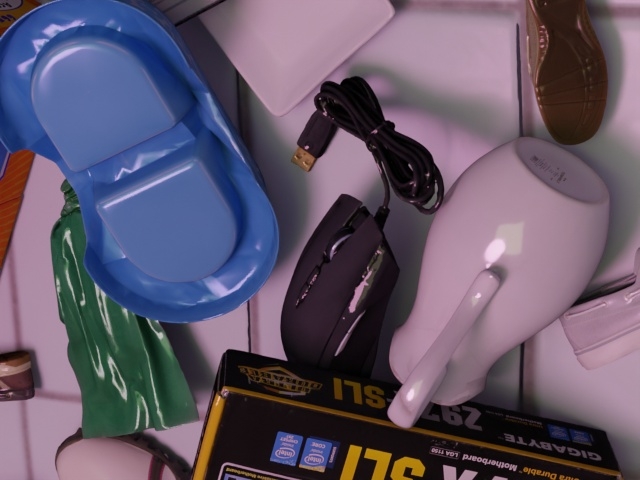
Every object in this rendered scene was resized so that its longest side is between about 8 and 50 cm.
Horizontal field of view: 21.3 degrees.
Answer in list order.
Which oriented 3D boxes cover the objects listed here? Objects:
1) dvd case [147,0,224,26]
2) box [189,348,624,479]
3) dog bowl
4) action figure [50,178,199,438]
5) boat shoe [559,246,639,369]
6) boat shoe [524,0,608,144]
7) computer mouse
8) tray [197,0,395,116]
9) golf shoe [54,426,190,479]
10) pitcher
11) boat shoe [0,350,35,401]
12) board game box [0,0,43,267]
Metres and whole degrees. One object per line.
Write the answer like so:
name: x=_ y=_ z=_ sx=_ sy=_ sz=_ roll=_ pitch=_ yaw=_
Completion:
dvd case: x=-0.130 y=-0.297 z=1.350 sx=0.179 sy=0.029 sz=0.239 roll=-23 pitch=94 yaw=30
box: x=0.047 y=0.242 z=1.349 sx=0.322 sy=0.079 sz=0.257 roll=13 pitch=111 yaw=-7
dog bowl: x=-0.145 y=-0.073 z=1.379 sx=0.166 sy=0.074 sz=0.297 roll=-24 pitch=113 yaw=15
action figure: x=-0.183 y=0.053 z=1.493 sx=0.137 sy=0.063 sz=0.232 roll=-13 pitch=96 yaw=31
boat shoe: x=0.256 y=0.031 z=1.272 sx=0.184 sy=0.066 sz=0.063 roll=-34 pitch=89 yaw=40
boat shoe: x=0.178 y=-0.148 z=1.269 sx=0.056 sy=0.048 sz=0.153 roll=-14 pitch=105 yaw=5
computer mouse: x=0.000 y=0.000 z=1.352 sx=0.184 sy=0.060 sz=0.262 roll=58 pitch=139 yaw=42
tray: x=-0.064 y=-0.245 z=1.366 sx=0.145 sy=0.030 sz=0.270 roll=-40 pitch=85 yaw=29
golf shoe: x=-0.147 y=0.278 z=1.510 sx=0.273 sy=0.120 sz=0.105 roll=44 pitch=121 yaw=11
pitcher: x=0.122 y=0.037 z=1.269 sx=0.125 sy=0.178 sz=0.207 roll=32 pitch=118 yaw=4
boat shoe: x=-0.335 y=0.141 z=1.599 sx=0.152 sy=0.056 sz=0.049 roll=-13 pitch=93 yaw=29
board game box: x=-0.492 y=-0.080 z=1.441 sx=0.356 sy=0.356 sz=0.356 roll=29 pitch=115 yaw=17
